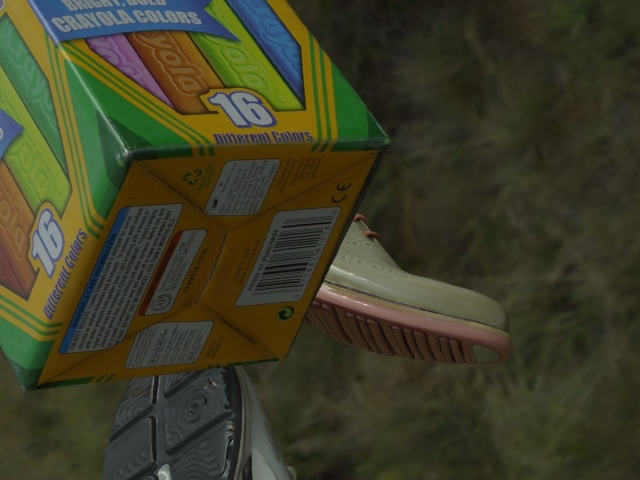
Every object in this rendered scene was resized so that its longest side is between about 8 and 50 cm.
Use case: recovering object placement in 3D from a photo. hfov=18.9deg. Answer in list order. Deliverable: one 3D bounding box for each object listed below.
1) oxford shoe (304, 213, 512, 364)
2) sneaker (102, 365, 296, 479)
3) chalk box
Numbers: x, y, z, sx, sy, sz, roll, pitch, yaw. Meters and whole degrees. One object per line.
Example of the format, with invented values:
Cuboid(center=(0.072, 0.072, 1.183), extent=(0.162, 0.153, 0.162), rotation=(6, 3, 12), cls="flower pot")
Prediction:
Cuboid(center=(0.000, 0.000, 1.748), extent=(0.397, 0.146, 0.140), rotation=(20, 164, 11), cls="oxford shoe")
Cuboid(center=(-0.053, 0.298, 1.833), extent=(0.169, 0.257, 0.447), rotation=(-36, 43, 18), cls="sneaker")
Cuboid(center=(-0.127, -0.081, 1.118), extent=(0.289, 0.179, 0.180), rotation=(54, 133, 35), cls="chalk box")
